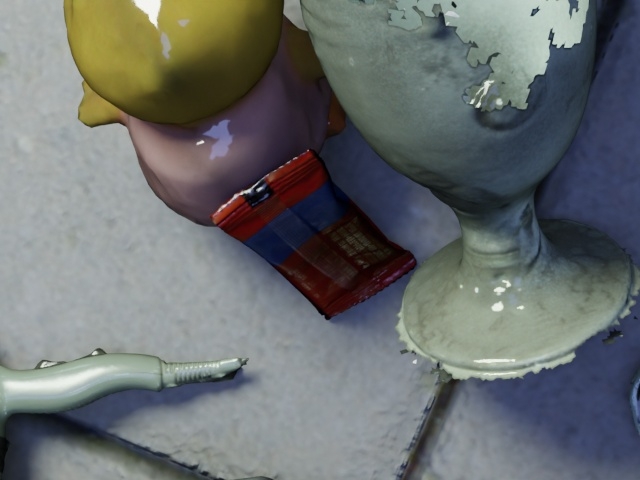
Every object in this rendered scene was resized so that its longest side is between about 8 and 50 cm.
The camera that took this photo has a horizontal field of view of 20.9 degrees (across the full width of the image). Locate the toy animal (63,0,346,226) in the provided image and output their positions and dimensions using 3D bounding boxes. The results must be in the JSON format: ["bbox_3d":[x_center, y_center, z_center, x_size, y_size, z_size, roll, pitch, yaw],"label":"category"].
[{"bbox_3d":[-0.084,-0.123,1.149,0.195,0.281,0.169,-11,53,8],"label":"toy animal"}]

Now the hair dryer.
[{"bbox_3d":[-0.222,0.058,1.310,0.267,0.092,0.229,-28,87,-5],"label":"hair dryer"}]

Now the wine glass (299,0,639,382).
[{"bbox_3d":[0.098,-0.090,1.131,0.190,0.190,0.357,-10,126,8],"label":"wine glass"}]

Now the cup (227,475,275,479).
[{"bbox_3d":[-0.158,0.280,1.200,0.327,0.323,0.237,-8,60,9],"label":"cup"}]

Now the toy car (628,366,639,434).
[{"bbox_3d":[0.319,0.090,1.247,0.205,0.056,0.095,-28,93,12],"label":"toy car"}]

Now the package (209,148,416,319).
[{"bbox_3d":[0.000,0.000,1.218,0.083,0.200,0.022,-36,58,6],"label":"package"}]
